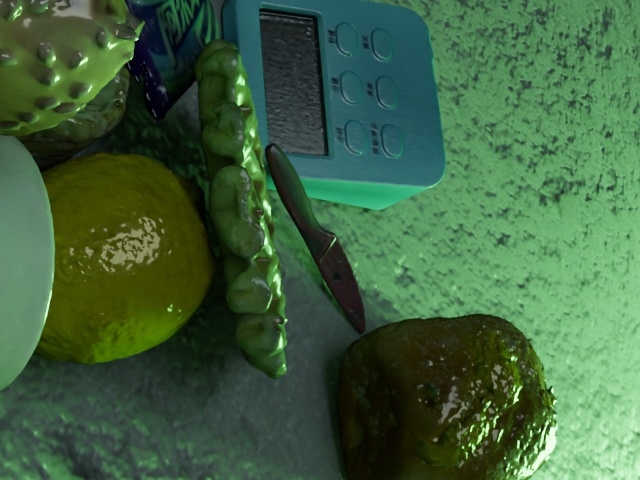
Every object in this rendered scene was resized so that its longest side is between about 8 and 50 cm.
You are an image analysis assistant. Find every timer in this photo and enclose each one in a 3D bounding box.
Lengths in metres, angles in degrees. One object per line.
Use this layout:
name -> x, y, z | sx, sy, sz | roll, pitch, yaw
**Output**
timer -> 0.013, -0.164, 1.320 | 0.249, 0.091, 0.232 | 6, 72, -38

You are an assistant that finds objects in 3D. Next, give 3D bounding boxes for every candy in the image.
candy -> -0.147, -0.211, 1.129 | 0.275, 0.070, 0.145 | -67, 136, -69

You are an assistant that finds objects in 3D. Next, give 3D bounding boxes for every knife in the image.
knife -> 0.000, 0.000, 1.264 | 0.035, 0.018, 0.247 | -35, 117, -15

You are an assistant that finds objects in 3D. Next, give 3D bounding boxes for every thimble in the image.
thimble -> -0.263, -0.146, 0.984 | 0.190, 0.143, 0.137 | 53, 46, -18

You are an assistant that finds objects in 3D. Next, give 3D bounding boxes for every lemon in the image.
lemon -> -0.183, 0.015, 0.981 | 0.193, 0.180, 0.181 | -20, 90, -56

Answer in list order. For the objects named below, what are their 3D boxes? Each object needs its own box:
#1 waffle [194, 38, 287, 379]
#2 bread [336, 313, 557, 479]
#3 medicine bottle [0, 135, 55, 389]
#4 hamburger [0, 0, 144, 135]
waffle -> -0.072, -0.026, 1.084 | 0.056, 0.292, 0.309 | -10, 89, -4
bread -> 0.152, 0.176, 1.269 | 0.246, 0.176, 0.196 | -2, 79, -46
medicine bottle -> -0.366, 0.010, 0.772 | 0.325, 0.212, 0.212 | 3, 73, -46
hamburger -> -0.313, -0.241, 0.771 | 0.287, 0.445, 0.268 | 18, 105, -47
